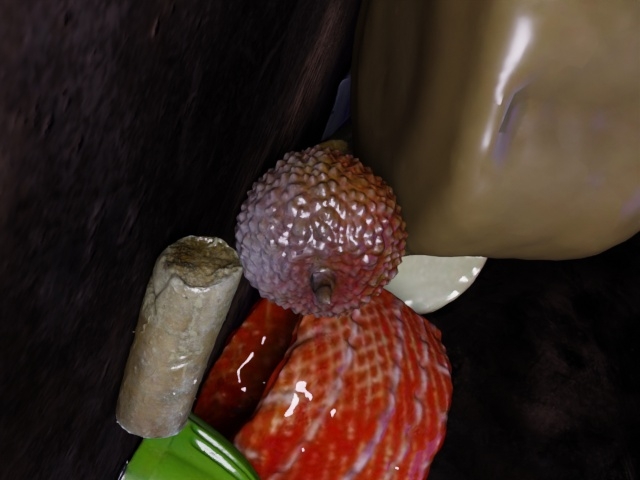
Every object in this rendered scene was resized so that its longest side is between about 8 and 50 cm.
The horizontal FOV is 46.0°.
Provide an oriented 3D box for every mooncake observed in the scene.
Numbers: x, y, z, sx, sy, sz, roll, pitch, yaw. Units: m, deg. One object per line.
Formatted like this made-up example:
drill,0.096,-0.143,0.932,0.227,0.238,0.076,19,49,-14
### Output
mooncake,0.195,-0.191,0.787,0.467,0.262,0.467,-174,-90,-75

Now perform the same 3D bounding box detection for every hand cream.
hand cream,0.078,-0.300,1.339,0.341,0.077,0.124,-54,170,-48

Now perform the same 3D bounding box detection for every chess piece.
chess piece,0.105,-0.072,1.223,0.442,0.234,0.234,-113,-137,-70

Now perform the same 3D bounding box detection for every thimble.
thimble,-0.009,0.209,0.942,0.350,0.230,0.350,-49,-162,23

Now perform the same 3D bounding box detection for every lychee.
lychee,0.000,0.000,0.700,0.197,0.165,0.165,-93,-162,-44

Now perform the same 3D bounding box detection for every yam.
yam,-0.090,0.062,0.463,0.054,0.054,0.132,-65,177,-64

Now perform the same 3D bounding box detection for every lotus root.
lotus root,-0.110,0.267,0.711,0.186,0.186,0.186,23,90,-89

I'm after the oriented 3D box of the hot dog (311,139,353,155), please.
hot dog,-0.021,-0.051,0.940,0.242,0.073,0.084,-63,172,-50
